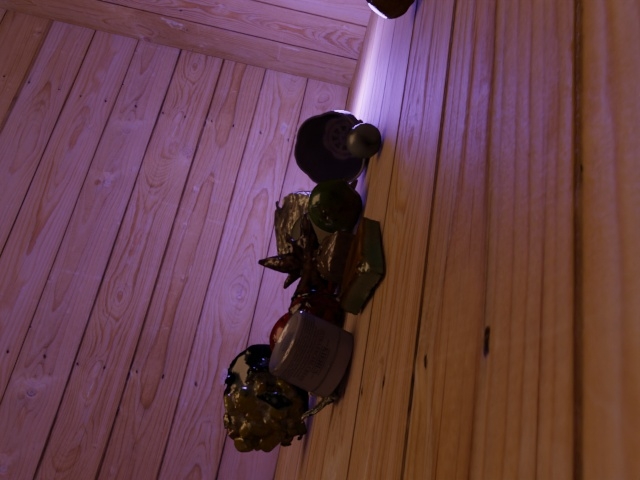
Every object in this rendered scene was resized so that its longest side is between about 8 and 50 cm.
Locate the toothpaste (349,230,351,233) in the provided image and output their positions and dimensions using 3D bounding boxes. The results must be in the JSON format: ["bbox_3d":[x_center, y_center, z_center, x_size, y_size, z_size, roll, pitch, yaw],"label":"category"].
[{"bbox_3d":[0.096,-0.046,1.763,0.067,0.043,0.194,-137,53,-84],"label":"toothpaste"}]

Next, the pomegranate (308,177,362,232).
[{"bbox_3d":[0.061,-0.127,1.632,0.224,0.181,0.181,-48,-21,-47],"label":"pomegranate"}]

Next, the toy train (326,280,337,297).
[{"bbox_3d":[0.001,0.157,1.799,0.204,0.131,0.082,-114,35,-85],"label":"toy train"}]

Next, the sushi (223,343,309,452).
[{"bbox_3d":[-0.202,0.583,1.830,0.285,0.328,0.328,-87,3,-71],"label":"sushi"}]

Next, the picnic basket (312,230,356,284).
[{"bbox_3d":[0.047,0.049,1.369,0.178,0.128,0.137,-10,64,68],"label":"picnic basket"}]

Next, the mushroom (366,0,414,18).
[{"bbox_3d":[0.203,-0.749,1.320,0.278,0.163,0.297,-94,15,-77],"label":"mushroom"}]

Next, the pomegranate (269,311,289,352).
[{"bbox_3d":[-0.075,0.358,1.786,0.235,0.210,0.210,56,-141,-56],"label":"pomegranate"}]

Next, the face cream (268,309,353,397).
[{"bbox_3d":[-0.026,0.278,1.235,0.177,0.153,0.177,-60,12,21],"label":"face cream"}]

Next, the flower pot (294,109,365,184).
[{"bbox_3d":[0.057,-0.350,1.793,0.243,0.265,0.265,-63,-13,-64],"label":"flower pot"}]

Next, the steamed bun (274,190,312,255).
[{"bbox_3d":[0.001,-0.032,1.882,0.273,0.272,0.290,-10,-61,-49],"label":"steamed bun"}]

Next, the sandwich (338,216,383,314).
[{"bbox_3d":[0.098,0.031,1.141,0.245,0.063,0.212,110,173,-60],"label":"sandwich"}]

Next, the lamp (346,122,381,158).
[{"bbox_3d":[0.129,-0.293,1.464,0.105,0.105,0.105,-168,90,-87],"label":"lamp"}]

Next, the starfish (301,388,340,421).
[{"bbox_3d":[0.014,0.383,1.328,0.208,0.053,0.176,-49,22,43],"label":"starfish"}]

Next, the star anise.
[{"bbox_3d":[-0.042,0.089,1.652,0.349,0.292,0.109,-44,-20,-3],"label":"star anise"}]

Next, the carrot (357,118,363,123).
[{"bbox_3d":[0.152,-0.478,2.169,0.298,0.078,0.078,150,132,-82],"label":"carrot"}]

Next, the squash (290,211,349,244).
[{"bbox_3d":[0.002,-0.001,1.755,0.041,0.219,0.219,-25,-50,-66],"label":"squash"}]

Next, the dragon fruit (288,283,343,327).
[{"bbox_3d":[-0.013,0.230,1.509,0.182,0.189,0.182,-43,-25,-27],"label":"dragon fruit"}]
